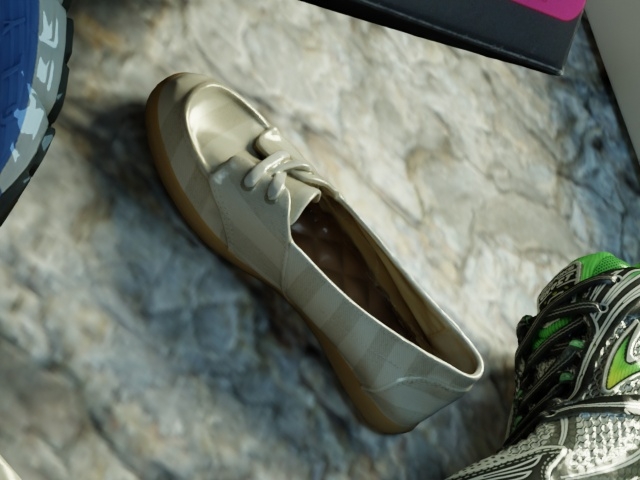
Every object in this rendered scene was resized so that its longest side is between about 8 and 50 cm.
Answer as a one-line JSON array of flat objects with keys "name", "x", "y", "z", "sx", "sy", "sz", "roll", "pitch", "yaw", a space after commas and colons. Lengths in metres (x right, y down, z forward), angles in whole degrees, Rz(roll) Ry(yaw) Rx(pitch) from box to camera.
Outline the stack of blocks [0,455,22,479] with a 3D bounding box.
[{"name": "stack of blocks", "x": -0.224, "y": 0.154, "z": 0.363, "sx": 0.087, "sy": 0.171, "sz": 0.297, "roll": 50, "pitch": 44, "yaw": -13}]

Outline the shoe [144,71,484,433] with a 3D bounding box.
[{"name": "shoe", "x": 0.000, "y": 0.000, "z": 0.727, "sx": 0.219, "sy": 0.058, "sz": 0.076, "roll": 51, "pitch": 45, "yaw": -12}]

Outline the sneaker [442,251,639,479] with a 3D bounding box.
[{"name": "sneaker", "x": 0.136, "y": 0.095, "z": 0.778, "sx": 0.343, "sy": 0.134, "sz": 0.146, "roll": -21, "pitch": 79, "yaw": -55}]

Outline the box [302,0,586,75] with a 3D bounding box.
[{"name": "box", "x": -0.017, "y": -0.181, "z": 0.628, "sx": 0.165, "sy": 0.270, "sz": 0.143, "roll": 12, "pitch": 100, "yaw": -38}]

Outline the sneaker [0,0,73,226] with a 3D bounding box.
[{"name": "sneaker", "x": -0.200, "y": -0.135, "z": 0.578, "sx": 0.147, "sy": 0.130, "sz": 0.330, "roll": -9, "pitch": 71, "yaw": -34}]

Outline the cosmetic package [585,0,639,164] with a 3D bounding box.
[{"name": "cosmetic package", "x": 0.319, "y": -0.141, "z": 1.067, "sx": 0.284, "sy": 0.097, "sz": 0.377, "roll": -7, "pitch": 76, "yaw": -43}]
